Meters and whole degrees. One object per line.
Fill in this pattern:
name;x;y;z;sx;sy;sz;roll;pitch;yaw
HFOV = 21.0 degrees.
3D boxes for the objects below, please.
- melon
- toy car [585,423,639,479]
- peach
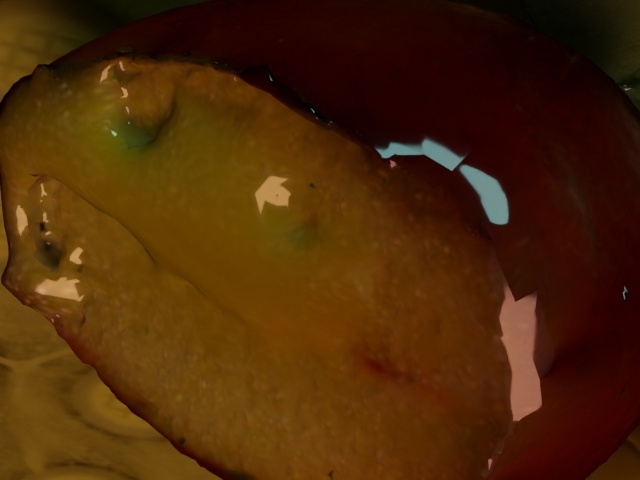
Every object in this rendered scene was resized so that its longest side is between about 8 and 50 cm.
melon;0.145;-0.147;0.846;0.114;0.053;0.261;-24;144;3
toy car;0.241;0.187;1.199;0.200;0.142;0.248;-25;139;29
peach;0.000;0.000;0.846;0.338;0.281;0.281;8;143;-10
